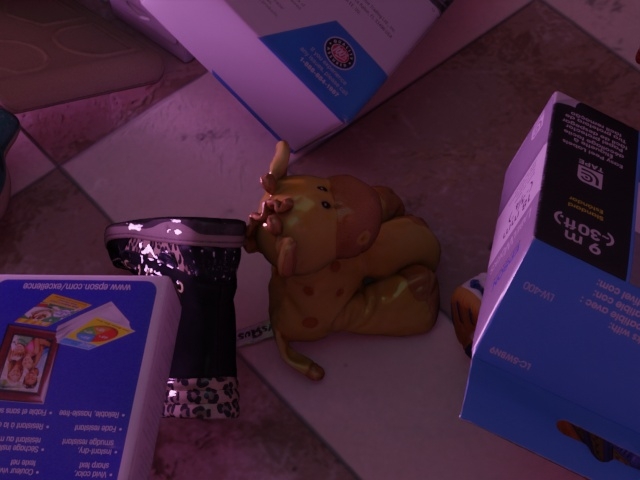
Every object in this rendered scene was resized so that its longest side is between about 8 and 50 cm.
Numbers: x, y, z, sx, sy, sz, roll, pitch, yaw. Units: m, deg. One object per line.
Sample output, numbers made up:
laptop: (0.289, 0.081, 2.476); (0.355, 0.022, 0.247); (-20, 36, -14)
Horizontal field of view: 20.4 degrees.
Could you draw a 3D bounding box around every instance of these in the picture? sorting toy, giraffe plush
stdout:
sorting toy: (-0.343, -0.195, 1.820); (0.307, 0.041, 0.229); (-18, 45, -42)
giraffe plush: (0.000, 0.000, 1.588); (0.210, 0.170, 0.181); (-31, 53, -14)

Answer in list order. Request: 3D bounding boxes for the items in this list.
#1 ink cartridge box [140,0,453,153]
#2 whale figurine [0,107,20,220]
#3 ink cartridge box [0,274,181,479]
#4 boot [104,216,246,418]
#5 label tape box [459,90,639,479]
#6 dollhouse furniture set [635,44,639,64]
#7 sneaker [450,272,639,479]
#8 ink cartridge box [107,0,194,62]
ink cartridge box: (0.010, -0.276, 1.767); (0.223, 0.129, 0.307); (44, 63, -10)
whale figurine: (-0.409, -0.104, 1.765); (0.216, 0.141, 0.272); (-15, 52, -1)
ink cartridge box: (-0.284, 0.168, 1.440); (0.304, 0.072, 0.307); (1, 59, 14)
boot: (-0.135, 0.070, 1.598); (0.085, 0.236, 0.178); (1, 87, -26)
label tape box: (0.258, 0.051, 1.426); (0.241, 0.106, 0.333); (25, 37, -6)
dollhouse furniture set: (0.448, -0.099, 1.555); (0.374, 0.152, 0.201); (14, 39, 17)
sneaker: (0.240, 0.110, 1.497); (0.131, 0.112, 0.296); (-29, 55, -18)
ink cartridge box: (-0.134, -0.305, 1.885); (0.128, 0.127, 0.176); (34, 65, 31)
